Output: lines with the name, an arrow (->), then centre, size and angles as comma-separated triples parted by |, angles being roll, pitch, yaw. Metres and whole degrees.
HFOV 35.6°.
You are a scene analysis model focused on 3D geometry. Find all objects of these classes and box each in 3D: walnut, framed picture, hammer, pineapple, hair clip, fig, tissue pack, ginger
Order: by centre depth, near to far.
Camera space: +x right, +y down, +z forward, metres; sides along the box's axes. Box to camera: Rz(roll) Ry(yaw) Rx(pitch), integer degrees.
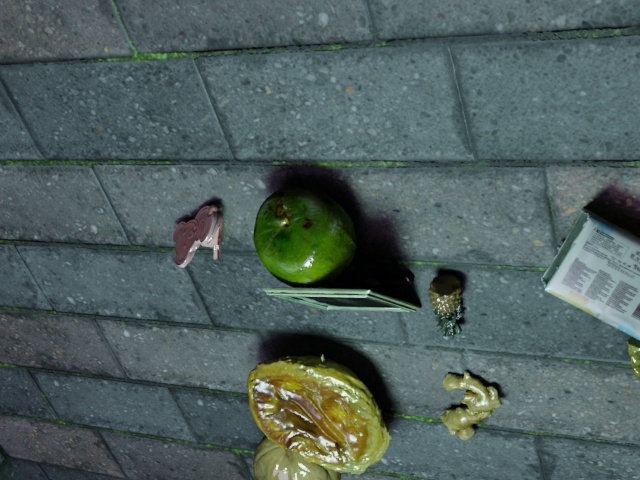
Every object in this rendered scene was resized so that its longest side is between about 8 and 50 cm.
tissue pack -> 0.526, 0.060, 1.748 | 0.229, 0.145, 0.159 | 27, 106, 2
fig -> 0.000, 0.000, 1.974 | 0.203, 0.203, 0.235 | -10, 167, 36
framed picture -> 0.049, 0.121, 1.998 | 0.231, 0.018, 0.293 | 0, 170, 26
pineapple -> 0.255, 0.137, 2.011 | 0.074, 0.074, 0.159 | 10, 142, 20
hammer -> 0.106, 0.091, 2.076 | 0.201, 0.021, 0.078 | -7, 127, 35
hair clip -> -0.259, -0.016, 2.113 | 0.102, 0.123, 0.138 | -1, 144, -10
ginger -> 0.331, 0.373, 2.210 | 0.176, 0.052, 0.193 | -13, 123, 44
walnut -> -0.056, 0.570, 2.503 | 0.225, 0.225, 0.261 | 8, 144, 22

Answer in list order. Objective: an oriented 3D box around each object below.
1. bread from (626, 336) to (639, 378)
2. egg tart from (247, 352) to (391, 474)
bread -> 0.625, 0.226, 1.898 | 0.066, 0.060, 0.110 | -19, 123, 7
egg tart -> 0.004, 0.372, 2.314 | 0.352, 0.153, 0.339 | 12, 131, 13
